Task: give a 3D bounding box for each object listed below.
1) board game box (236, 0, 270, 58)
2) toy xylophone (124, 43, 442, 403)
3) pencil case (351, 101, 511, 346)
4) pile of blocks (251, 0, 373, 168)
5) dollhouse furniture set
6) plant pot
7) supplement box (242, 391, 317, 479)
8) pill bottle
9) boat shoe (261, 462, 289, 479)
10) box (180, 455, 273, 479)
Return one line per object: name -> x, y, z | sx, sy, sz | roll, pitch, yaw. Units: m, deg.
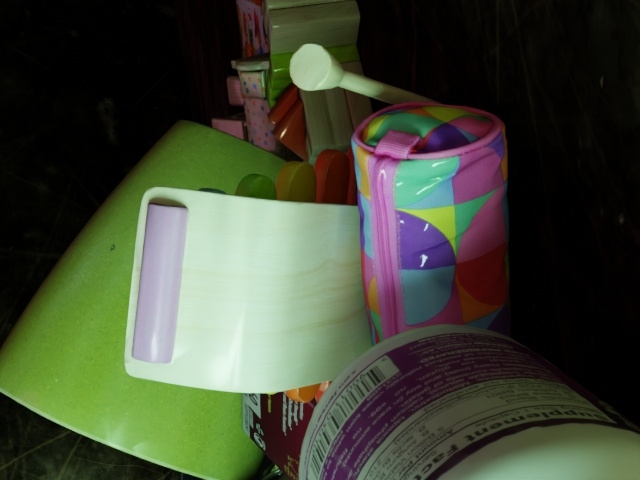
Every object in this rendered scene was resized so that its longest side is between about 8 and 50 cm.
board game box -> -0.055, -0.232, 1.503 | 0.305, 0.053, 0.193 | -128, 31, -72
toy xylophone -> 0.000, 0.000, 0.839 | 0.323, 0.081, 0.236 | 18, -97, -62
pencil case -> 0.074, 0.031, 0.797 | 0.104, 0.104, 0.236 | -119, 21, -66
pile of blocks -> -0.032, -0.228, 1.176 | 0.149, 0.113, 0.362 | -163, 65, -80
dollhouse furniture set -> -0.078, -0.178, 1.312 | 0.161, 0.101, 0.181 | 9, 112, 45
plant pot -> -0.133, 0.044, 1.184 | 0.275, 0.275, 0.293 | 174, 118, -81
supplement box -> 0.030, 0.170, 0.997 | 0.239, 0.073, 0.130 | 40, 144, 36
pill bottle -> 0.093, 0.150, 0.570 | 0.301, 0.169, 0.169 | -136, 38, -76
boat shoe -> -0.006, 0.228, 1.143 | 0.305, 0.109, 0.091 | -2, -87, -64
box -> -0.082, 0.313, 1.649 | 0.343, 0.179, 0.312 | -95, 1, -51
